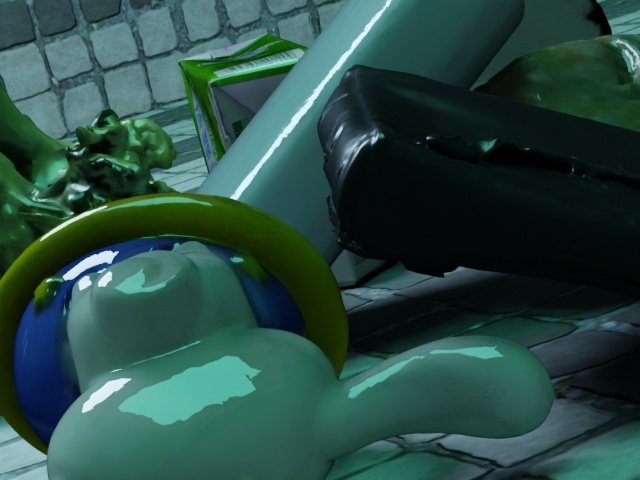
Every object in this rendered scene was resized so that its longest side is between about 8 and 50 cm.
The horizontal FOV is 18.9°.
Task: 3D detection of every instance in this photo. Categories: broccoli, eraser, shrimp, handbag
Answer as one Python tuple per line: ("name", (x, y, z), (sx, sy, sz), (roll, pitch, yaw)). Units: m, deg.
("broccoli", (-0.243, -0.017, 1.400), (0.288, 0.245, 0.248), (-13, 0, -9))
("eraser", (0.003, -0.062, 1.255), (0.290, 0.104, 0.189), (-52, 2, -2))
("shrimp", (0.288, -0.093, 1.272), (0.446, 0.110, 0.221), (-16, 39, -26))
("handbag", (0.131, -0.014, 1.002), (0.275, 0.088, 0.244), (16, 11, -6))

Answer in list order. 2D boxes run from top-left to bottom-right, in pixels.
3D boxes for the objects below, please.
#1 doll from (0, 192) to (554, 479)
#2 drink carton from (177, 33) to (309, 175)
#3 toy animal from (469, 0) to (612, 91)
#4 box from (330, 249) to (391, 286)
("doll", (-0.045, 0.056, 0.941), (0.311, 0.159, 0.242), (-11, 10, 11))
("drink carton", (-0.049, -0.098, 1.800), (0.108, 0.161, 0.271), (-17, 12, -7))
("toy animal", (0.140, -0.173, 1.829), (0.212, 0.212, 0.267), (-20, 7, -22))
("box", (0.000, 0.000, 1.482), (0.129, 0.051, 0.130), (-9, 12, 34))
